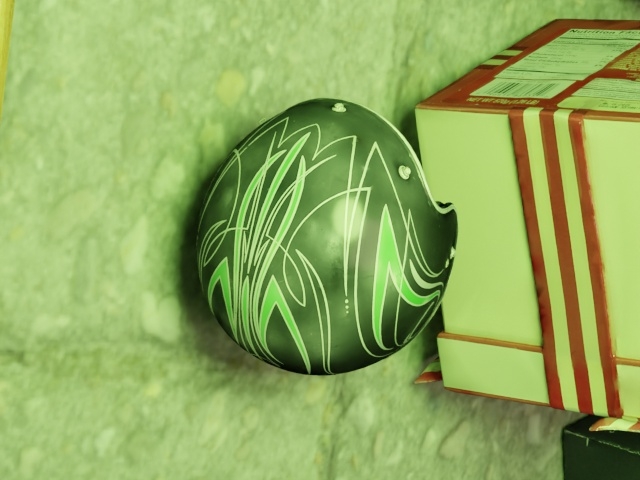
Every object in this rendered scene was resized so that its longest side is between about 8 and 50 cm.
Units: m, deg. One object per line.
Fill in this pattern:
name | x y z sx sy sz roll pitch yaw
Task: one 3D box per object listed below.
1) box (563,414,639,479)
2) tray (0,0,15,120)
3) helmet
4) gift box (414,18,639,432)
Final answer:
box | 0.432 0.217 1.593 0.343 0.312 0.179 -21 115 -40
tray | -0.263 0.004 0.955 0.203 0.076 0.410 -9 110 -57
helmet | 0.000 0.000 1.202 0.161 0.169 0.169 37 73 -62
gift box | 0.208 0.000 1.355 0.276 0.255 0.258 -32 120 -43
